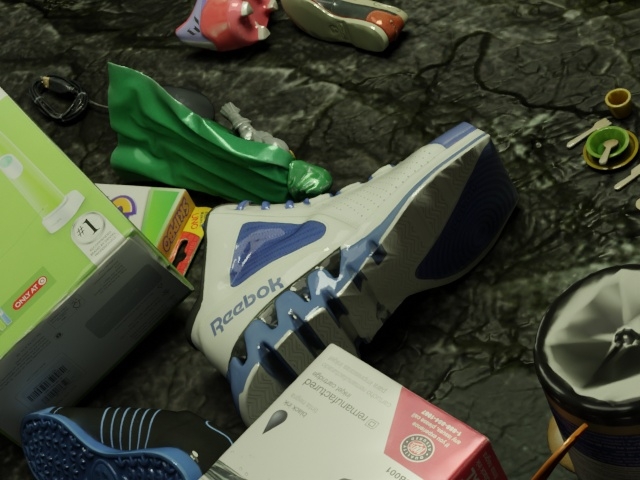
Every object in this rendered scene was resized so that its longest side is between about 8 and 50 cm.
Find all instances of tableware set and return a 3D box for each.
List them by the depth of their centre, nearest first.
[{"bbox_3d":[0.286,-0.080,1.481,0.104,0.024,0.154,-35,45,-9],"label":"tableware set"}]

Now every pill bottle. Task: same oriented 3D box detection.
[{"bbox_3d":[0.225,0.126,1.183,0.123,0.219,0.122,-13,47,14],"label":"pill bottle"}]

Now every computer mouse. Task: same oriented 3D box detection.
[{"bbox_3d":[-0.204,-0.140,1.745,0.242,0.041,0.071,13,57,33],"label":"computer mouse"}]

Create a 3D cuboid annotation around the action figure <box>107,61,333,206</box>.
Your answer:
[{"bbox_3d":[-0.090,-0.080,1.601,0.232,0.137,0.063,22,49,27],"label":"action figure"}]

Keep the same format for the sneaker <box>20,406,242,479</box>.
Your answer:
[{"bbox_3d":[-0.147,0.175,1.417,0.090,0.081,0.232,-16,18,-42],"label":"sneaker"}]

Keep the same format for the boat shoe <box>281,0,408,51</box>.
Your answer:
[{"bbox_3d":[0.022,-0.222,1.712,0.137,0.049,0.043,21,58,34],"label":"boat shoe"}]

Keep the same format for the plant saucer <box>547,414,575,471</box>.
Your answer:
[{"bbox_3d":[0.210,0.139,1.324,0.083,0.015,0.083,-13,47,14],"label":"plant saucer"}]

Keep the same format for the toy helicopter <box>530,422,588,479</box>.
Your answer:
[{"bbox_3d":[0.132,0.267,1.124,0.355,0.140,0.235,-30,84,20],"label":"toy helicopter"}]

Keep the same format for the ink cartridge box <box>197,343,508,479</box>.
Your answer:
[{"bbox_3d":[0.000,0.217,1.287,0.237,0.100,0.172,-45,47,-18],"label":"ink cartridge box"}]

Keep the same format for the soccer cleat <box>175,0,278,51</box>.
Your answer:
[{"bbox_3d":[-0.074,-0.294,1.802,0.095,0.083,0.248,-2,52,28],"label":"soccer cleat"}]

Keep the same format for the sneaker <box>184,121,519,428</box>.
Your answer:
[{"bbox_3d":[-0.001,0.001,1.465,0.315,0.127,0.182,-43,49,-14],"label":"sneaker"}]

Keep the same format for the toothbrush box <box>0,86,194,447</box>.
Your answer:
[{"bbox_3d":[-0.282,0.011,1.546,0.206,0.122,0.283,-45,54,-4],"label":"toothbrush box"}]

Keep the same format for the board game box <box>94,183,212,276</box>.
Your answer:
[{"bbox_3d":[-0.234,0.002,1.637,0.259,0.039,0.124,6,54,25],"label":"board game box"}]
